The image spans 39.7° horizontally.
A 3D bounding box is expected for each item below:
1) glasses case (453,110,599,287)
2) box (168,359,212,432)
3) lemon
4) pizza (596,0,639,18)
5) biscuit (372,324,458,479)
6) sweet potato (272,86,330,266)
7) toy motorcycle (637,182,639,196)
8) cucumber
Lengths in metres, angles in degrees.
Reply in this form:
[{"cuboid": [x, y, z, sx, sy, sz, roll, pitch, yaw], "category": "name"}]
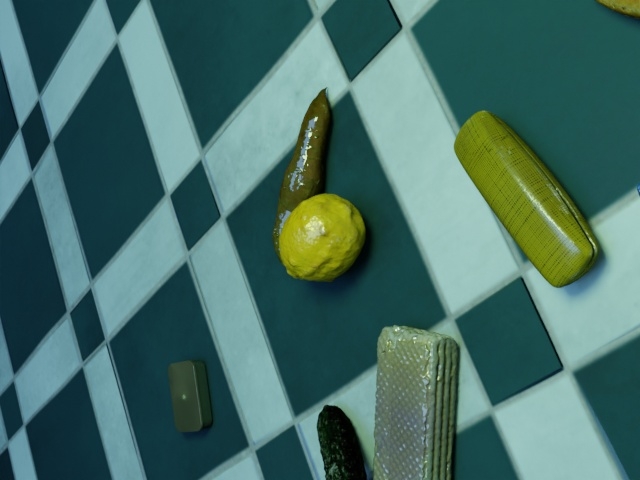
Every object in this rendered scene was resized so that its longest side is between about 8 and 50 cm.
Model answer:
[{"cuboid": [0.232, -0.053, 1.014, 0.079, 0.064, 0.234, -55, 53, 37], "category": "glasses case"}, {"cuboid": [-0.232, 0.278, 1.585, 0.091, 0.031, 0.125, -19, 77, 48], "category": "box"}, {"cuboid": [0.000, 0.000, 1.248, 0.155, 0.114, 0.114, -53, 54, 41], "category": "lemon"}, {"cuboid": [0.360, -0.311, 0.866, 0.201, 0.053, 0.193, 33, 117, 56], "category": "pizza"}, {"cuboid": [0.121, 0.233, 1.157, 0.108, 0.062, 0.238, 7, 95, 51], "category": "biscuit"}, {"cuboid": [-0.025, -0.093, 1.315, 0.067, 0.067, 0.273, 26, 105, 45], "category": "sweet potato"}, {"cuboid": [0.427, -0.077, 0.722, 0.316, 0.113, 0.168, -26, 55, 14], "category": "toy motorcycle"}, {"cuboid": [0.034, 0.317, 1.213, 0.245, 0.067, 0.067, -97, 29, -57], "category": "cucumber"}]
